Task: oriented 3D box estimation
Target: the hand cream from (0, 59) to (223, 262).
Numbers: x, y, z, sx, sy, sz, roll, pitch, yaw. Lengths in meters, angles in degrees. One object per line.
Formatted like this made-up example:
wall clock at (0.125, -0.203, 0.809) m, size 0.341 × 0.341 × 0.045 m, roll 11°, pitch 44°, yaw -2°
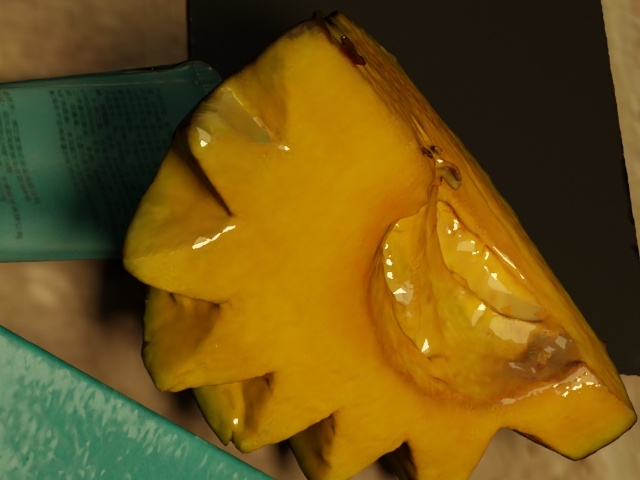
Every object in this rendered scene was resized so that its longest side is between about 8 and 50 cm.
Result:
hand cream at (-0.116, -0.027, 0.623) m, size 0.224 × 0.048 × 0.083 m, roll -6°, pitch 72°, yaw -42°

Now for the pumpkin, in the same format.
pumpkin at (0.000, 0.000, 0.657) m, size 0.254 × 0.130 × 0.149 m, roll 44°, pitch 12°, yaw -41°

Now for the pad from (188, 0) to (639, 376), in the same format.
pad at (0.043, -0.120, 0.803) m, size 0.247 × 0.007 × 0.368 m, roll 11°, pitch 63°, yaw -31°

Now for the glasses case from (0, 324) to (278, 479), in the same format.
glasses case at (-0.074, 0.118, 0.568) m, size 0.301 × 0.070 × 0.117 m, roll 33°, pitch 64°, yaw -21°
